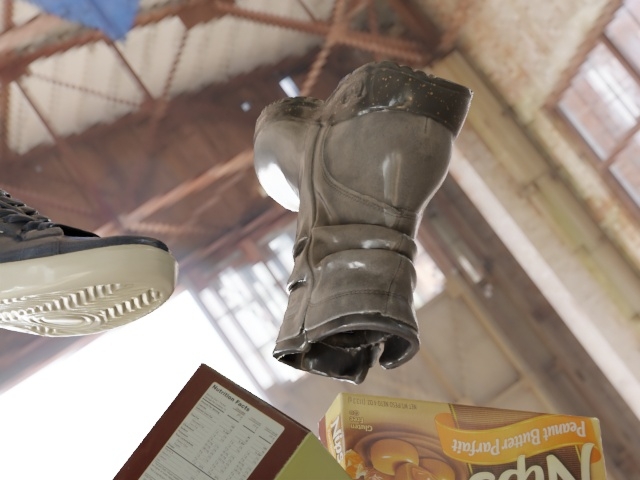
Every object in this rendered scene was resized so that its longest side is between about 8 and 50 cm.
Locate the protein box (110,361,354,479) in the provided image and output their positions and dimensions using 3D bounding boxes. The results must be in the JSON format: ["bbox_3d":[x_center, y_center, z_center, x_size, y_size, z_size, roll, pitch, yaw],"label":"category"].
[{"bbox_3d":[-0.085,0.256,1.401,0.201,0.136,0.200,-52,-33,-13],"label":"protein box"}]

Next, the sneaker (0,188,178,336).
[{"bbox_3d":[-0.257,-0.008,1.158,0.350,0.148,0.131,-5,-18,29],"label":"sneaker"}]

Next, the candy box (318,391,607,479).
[{"bbox_3d":[0.163,0.280,1.713,0.316,0.183,0.087,8,-34,-16],"label":"candy box"}]

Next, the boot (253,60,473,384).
[{"bbox_3d":[0.000,0.000,1.222,0.338,0.118,0.222,152,133,-73],"label":"boot"}]
